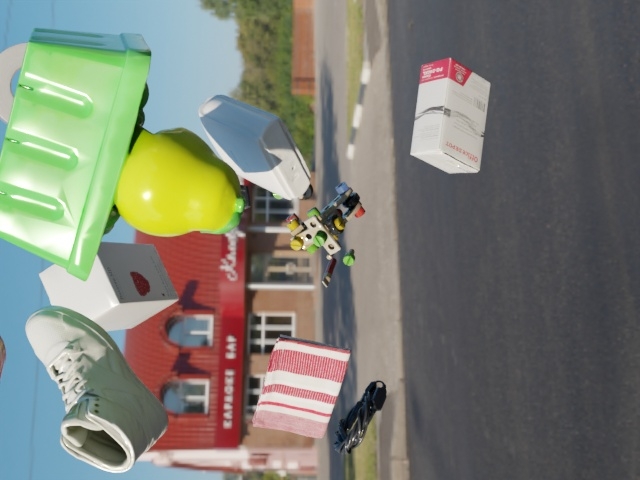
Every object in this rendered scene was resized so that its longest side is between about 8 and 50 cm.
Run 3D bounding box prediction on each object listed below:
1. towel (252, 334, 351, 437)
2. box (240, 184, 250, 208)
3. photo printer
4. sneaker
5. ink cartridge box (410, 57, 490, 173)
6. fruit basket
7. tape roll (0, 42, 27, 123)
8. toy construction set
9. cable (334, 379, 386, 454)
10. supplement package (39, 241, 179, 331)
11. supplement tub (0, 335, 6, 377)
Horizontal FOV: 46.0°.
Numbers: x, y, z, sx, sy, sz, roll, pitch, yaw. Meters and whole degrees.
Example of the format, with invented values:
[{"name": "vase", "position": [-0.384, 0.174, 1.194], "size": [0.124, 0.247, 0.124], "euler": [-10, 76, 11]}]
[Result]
[{"name": "towel", "position": [-0.058, 0.452, 2.300], "size": [0.037, 0.236, 0.329], "euler": [-102, 26, -66]}, {"name": "box", "position": [-0.307, -0.090, 1.740], "size": [0.183, 0.232, 0.059], "euler": [-17, 73, 40]}, {"name": "photo printer", "position": [-0.189, -0.258, 2.030], "size": [0.307, 0.107, 0.256], "euler": [28, 157, 40]}, {"name": "sneaker", "position": [-0.371, 0.229, 1.176], "size": [0.108, 0.292, 0.169], "euler": [-45, 2, 12]}, {"name": "ink cartridge box", "position": [0.203, -0.190, 1.174], "size": [0.063, 0.109, 0.151], "euler": [-1, 76, 47]}, {"name": "fruit basket", "position": [-0.302, -0.125, 1.181], "size": [0.283, 0.391, 0.393], "euler": [-128, 37, -62]}, {"name": "tape roll", "position": [-0.726, -0.384, 1.901], "size": [0.072, 0.219, 0.219], "euler": [12, 103, 60]}, {"name": "toy construction set", "position": [0.000, 0.000, 2.214], "size": [0.237, 0.257, 0.309], "euler": [-68, -32, -56]}, {"name": "cable", "position": [0.074, 0.385, 1.614], "size": [0.150, 0.047, 0.184], "euler": [-47, 6, 38]}, {"name": "supplement package", "position": [-0.531, 0.120, 1.925], "size": [0.178, 0.175, 0.293], "euler": [63, -165, 10]}, {"name": "supplement tub", "position": [-1.016, 0.370, 2.103], "size": [0.331, 0.240, 0.241], "euler": [-144, 54, -68]}]
